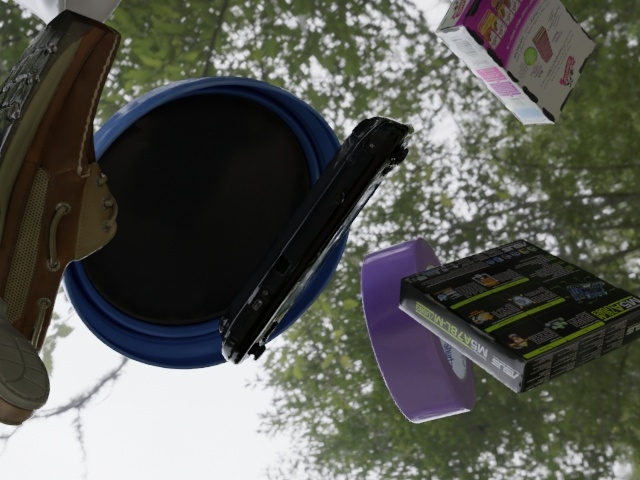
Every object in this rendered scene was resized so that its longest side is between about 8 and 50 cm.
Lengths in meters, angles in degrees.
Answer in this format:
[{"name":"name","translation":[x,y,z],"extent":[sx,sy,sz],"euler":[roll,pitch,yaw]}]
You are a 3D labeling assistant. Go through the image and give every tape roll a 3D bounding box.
[{"name":"tape roll","translation":[0.156,0.138,1.197],"extent":[0.275,0.090,0.275],"euler":[-18,-90,-73]}]

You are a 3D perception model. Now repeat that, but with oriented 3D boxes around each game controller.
[{"name":"game controller","translation":[0.000,0.000,0.855],"extent":[0.067,0.319,0.166],"euler":[39,-166,13]}]

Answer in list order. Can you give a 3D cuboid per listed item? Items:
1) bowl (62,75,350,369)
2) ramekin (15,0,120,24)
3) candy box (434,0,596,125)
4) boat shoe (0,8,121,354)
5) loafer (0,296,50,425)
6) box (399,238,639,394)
[{"name":"bowl","translation":[-0.140,-0.021,0.984],"extent":[0.391,0.391,0.077],"euler":[13,-163,-37]},{"name":"ramekin","translation":[-0.226,-0.337,0.697],"extent":[0.135,0.277,0.277],"euler":[28,-129,-8]},{"name":"candy box","translation":[0.301,-0.307,1.173],"extent":[0.233,0.071,0.159],"euler":[37,-104,-28]},{"name":"boat shoe","translation":[-0.240,-0.032,0.661],"extent":[0.119,0.324,0.122],"euler":[20,-164,-33]},{"name":"loafer","translation":[-0.176,0.057,0.394],"extent":[0.125,0.039,0.045],"euler":[41,-177,41]},{"name":"box","translation":[0.211,0.069,0.807],"extent":[0.190,0.184,0.045],"euler":[-16,-57,-30]}]
